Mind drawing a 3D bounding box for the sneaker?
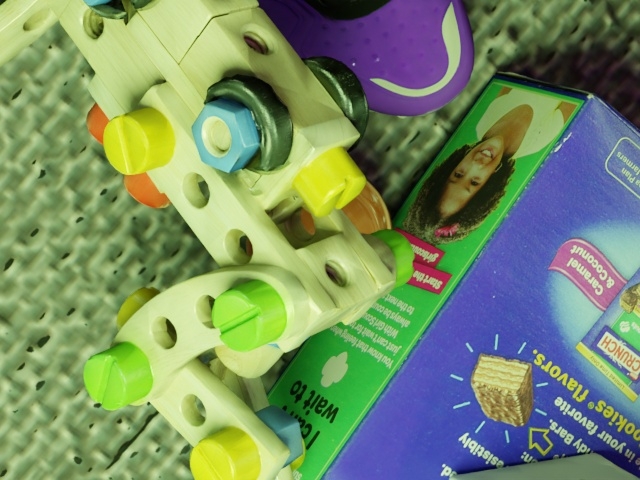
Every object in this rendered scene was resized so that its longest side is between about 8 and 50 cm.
[{"bbox_3d":[-0.009,-0.171,0.914,0.102,0.146,0.293,-40,111,-6],"label":"sneaker"}]

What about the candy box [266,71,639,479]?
[{"bbox_3d":[0.126,0.112,1.032,0.268,0.122,0.317,38,84,-23],"label":"candy box"}]

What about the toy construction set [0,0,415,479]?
[{"bbox_3d":[-0.090,-0.035,0.884,0.328,0.151,0.215,43,130,3],"label":"toy construction set"}]

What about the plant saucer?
[{"bbox_3d":[0.000,0.000,1.006,0.083,0.013,0.083,-4,74,16],"label":"plant saucer"}]

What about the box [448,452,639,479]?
[{"bbox_3d":[0.132,0.209,0.915,0.091,0.130,0.170,-7,103,-21],"label":"box"}]
